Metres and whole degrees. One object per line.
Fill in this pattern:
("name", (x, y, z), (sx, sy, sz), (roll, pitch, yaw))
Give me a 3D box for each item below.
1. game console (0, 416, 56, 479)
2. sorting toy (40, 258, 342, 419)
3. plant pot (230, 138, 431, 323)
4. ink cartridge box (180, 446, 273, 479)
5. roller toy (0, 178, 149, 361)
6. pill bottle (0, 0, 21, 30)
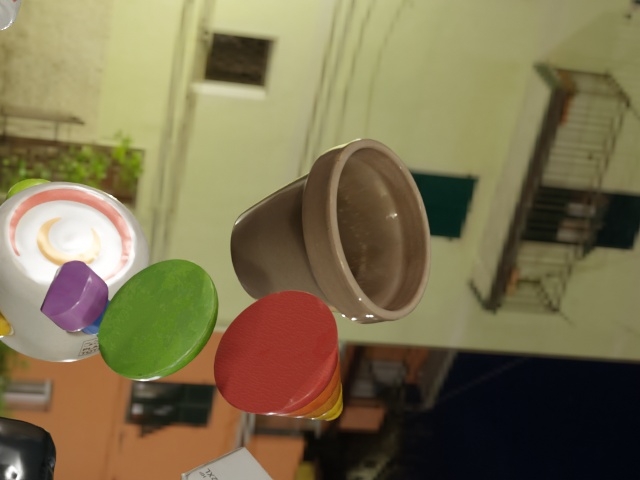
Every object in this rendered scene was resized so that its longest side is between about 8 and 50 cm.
("game console", (-0.379, 0.275, 0.989), (0.060, 0.342, 0.387), (115, -20, -45))
("sorting toy", (-0.111, 0.106, 1.280), (0.365, 0.126, 0.127), (12, -116, 37))
("plant pot", (0.000, 0.000, 1.942), (0.229, 0.263, 0.263), (-11, -110, 34))
("ink cartridge box", (-0.134, 0.502, 2.027), (0.223, 0.129, 0.307), (45, -47, 26))
("roller toy", (-0.310, 0.043, 1.601), (0.146, 0.191, 0.209), (117, -9, -48))
("pill bottle", (-0.432, -0.396, 1.747), (0.124, 0.124, 0.222), (128, -26, -63))
